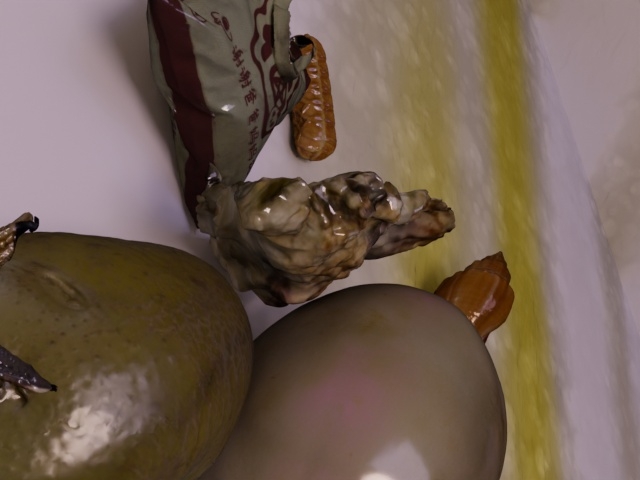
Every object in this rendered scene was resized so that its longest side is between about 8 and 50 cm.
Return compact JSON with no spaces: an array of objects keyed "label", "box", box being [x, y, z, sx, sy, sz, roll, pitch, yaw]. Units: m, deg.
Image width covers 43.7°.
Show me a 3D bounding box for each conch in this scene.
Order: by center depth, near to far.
[{"label":"conch","box":[0.157,0.118,0.984,0.093,0.109,0.330,36,55,12]}]

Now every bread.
[{"label":"bread","box":[-0.012,-0.161,0.892,0.052,0.044,0.157,18,59,-47]}]

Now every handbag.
[{"label":"handbag","box":[-0.075,-0.163,0.706,0.235,0.127,0.213,-62,151,-44]}]

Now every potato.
[{"label":"potato","box":[-0.132,0.072,0.468,0.251,0.159,0.174,-11,75,-64]}]

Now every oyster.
[{"label":"oyster","box":[-0.003,0.003,0.659,0.354,0.201,0.107,17,74,-71]}]

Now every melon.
[{"label":"melon","box":[0.027,0.156,0.619,0.223,0.223,0.317,66,29,-10]}]

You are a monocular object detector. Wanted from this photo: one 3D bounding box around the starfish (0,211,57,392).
[{"label":"starfish","box":[-0.169,0.021,0.352,0.133,0.041,0.130,56,21,-11]}]
